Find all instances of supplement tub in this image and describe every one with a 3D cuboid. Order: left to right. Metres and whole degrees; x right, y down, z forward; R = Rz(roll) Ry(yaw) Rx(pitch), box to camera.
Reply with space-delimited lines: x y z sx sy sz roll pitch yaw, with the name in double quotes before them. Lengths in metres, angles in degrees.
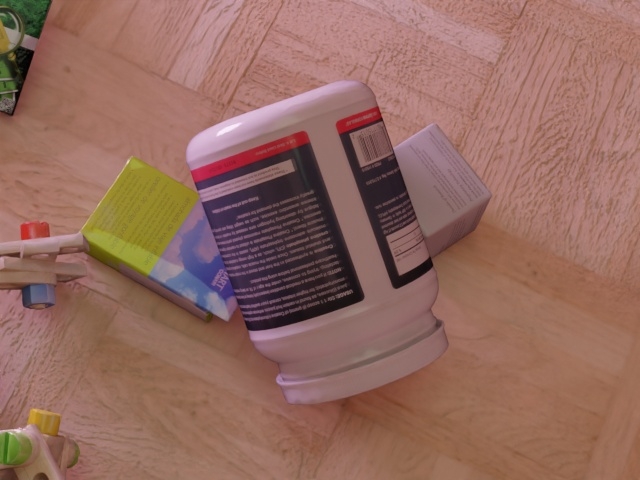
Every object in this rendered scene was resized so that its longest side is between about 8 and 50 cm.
"supplement tub" 0.000 0.000 1.247 0.191 0.191 0.272 -20 95 -12

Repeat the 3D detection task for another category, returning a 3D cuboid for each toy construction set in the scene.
"toy construction set" -0.314 0.128 1.227 0.215 0.151 0.327 -11 62 17

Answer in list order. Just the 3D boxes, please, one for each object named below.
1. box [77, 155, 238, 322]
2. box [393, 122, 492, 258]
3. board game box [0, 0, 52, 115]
"box" -0.146 0.003 1.343 0.178 0.042 0.109 30 71 5
"box" 0.107 -0.044 1.352 0.087 0.101 0.102 -33 75 -15
"board game box" -0.422 -0.235 1.354 0.260 0.030 0.136 18 88 -14
